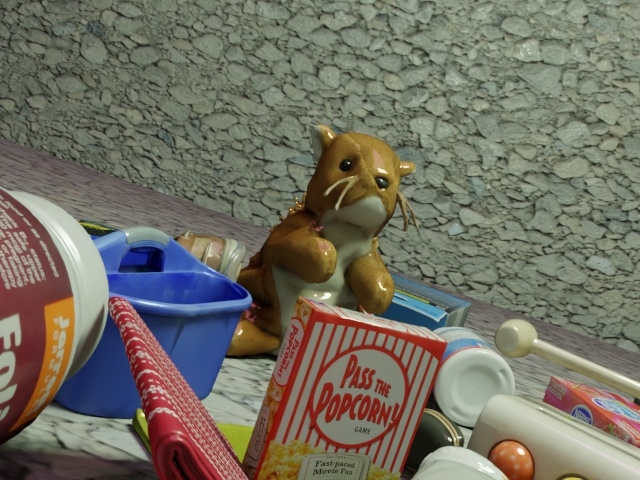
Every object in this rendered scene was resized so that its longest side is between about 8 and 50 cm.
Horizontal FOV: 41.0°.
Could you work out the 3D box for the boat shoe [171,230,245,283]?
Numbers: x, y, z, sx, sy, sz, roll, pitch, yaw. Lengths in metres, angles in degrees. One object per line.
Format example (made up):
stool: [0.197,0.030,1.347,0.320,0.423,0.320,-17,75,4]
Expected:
boat shoe: [-0.211,0.040,1.344,0.117,0.123,0.324,18,-16,-16]

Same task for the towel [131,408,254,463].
towel: [-0.070,0.214,0.886,0.237,0.021,0.102,15,6,-31]

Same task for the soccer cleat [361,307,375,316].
soccer cleat: [0.106,0.181,1.601,0.248,0.083,0.095,18,-27,49]

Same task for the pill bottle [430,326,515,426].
pill bottle: [0.225,0.209,1.386,0.124,0.124,0.221,18,5,-5]

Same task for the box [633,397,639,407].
box: [0.681,0.294,1.452,0.308,0.242,0.076,16,6,-17]

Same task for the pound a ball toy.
pound a ball toy: [0.285,0.231,0.923,0.319,0.208,0.136,24,7,40]

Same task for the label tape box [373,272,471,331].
label tape box: [0.162,0.151,1.831,0.249,0.115,0.348,20,8,18]

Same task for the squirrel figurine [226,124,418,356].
squirrel figurine: [0.000,0.000,1.405,0.281,0.370,0.397,17,6,-12]

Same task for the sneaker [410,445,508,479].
sneaker: [0.194,0.282,0.801,0.263,0.099,0.121,13,10,28]

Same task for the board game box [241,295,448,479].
board game box: [0.019,0.162,0.797,0.147,0.193,0.045,15,6,-26]

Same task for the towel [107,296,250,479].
towel: [-0.094,0.161,0.659,0.198,0.031,0.275,61,-10,-23]

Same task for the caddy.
caddy: [-0.226,0.069,0.986,0.241,0.179,0.341,20,6,20]

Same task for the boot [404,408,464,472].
boot: [0.057,0.221,0.999,0.137,0.076,0.198,15,-7,-32]

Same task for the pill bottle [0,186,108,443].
pill bottle: [-0.303,0.061,0.579,0.224,0.224,0.392,19,6,6]

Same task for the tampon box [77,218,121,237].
tampon box: [-0.333,0.040,1.310,0.121,0.101,0.161,17,6,-11]

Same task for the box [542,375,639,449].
box: [0.398,0.289,1.164,0.128,0.122,0.257,17,6,-9]
